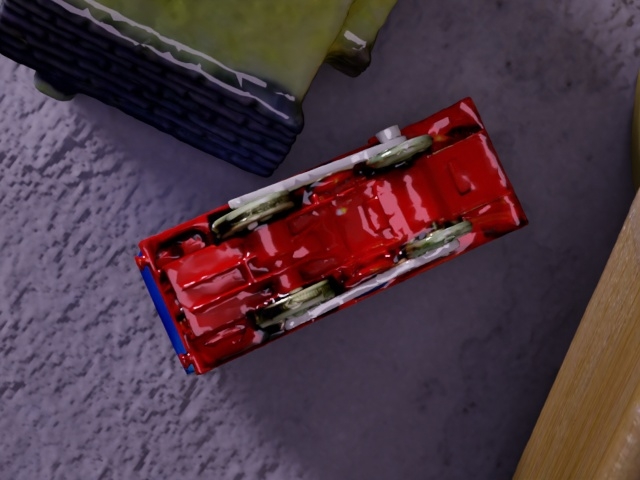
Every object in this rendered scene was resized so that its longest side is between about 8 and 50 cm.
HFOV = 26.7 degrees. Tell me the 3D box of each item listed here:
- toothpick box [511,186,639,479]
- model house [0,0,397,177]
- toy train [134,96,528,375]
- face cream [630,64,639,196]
[{"bbox_3d":[0.181,0.145,0.671,0.188,0.190,0.308,15,124,-2],"label":"toothpick box"},{"bbox_3d":[-0.060,-0.149,0.760,0.194,0.170,0.211,26,119,-10],"label":"model house"},{"bbox_3d":[0.000,0.000,0.760,0.204,0.131,0.082,-24,87,-12],"label":"toy train"},{"bbox_3d":[0.284,-0.094,0.715,0.179,0.218,0.218,11,92,-2],"label":"face cream"}]
